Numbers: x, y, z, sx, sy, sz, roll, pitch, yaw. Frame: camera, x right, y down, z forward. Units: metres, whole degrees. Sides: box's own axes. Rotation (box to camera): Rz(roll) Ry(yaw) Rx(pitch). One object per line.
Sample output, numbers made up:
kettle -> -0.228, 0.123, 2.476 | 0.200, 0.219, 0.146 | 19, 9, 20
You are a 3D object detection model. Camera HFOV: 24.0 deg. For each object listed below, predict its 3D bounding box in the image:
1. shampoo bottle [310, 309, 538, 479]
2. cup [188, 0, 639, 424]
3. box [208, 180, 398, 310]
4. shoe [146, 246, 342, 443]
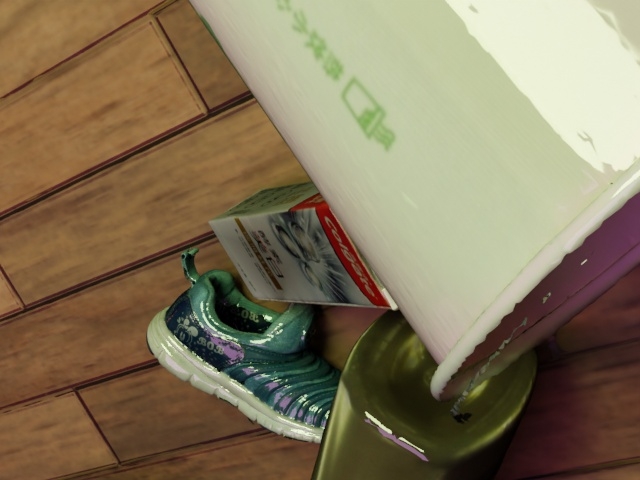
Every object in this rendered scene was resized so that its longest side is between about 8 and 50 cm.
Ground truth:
shampoo bottle -> 0.025, 0.178, 0.816 | 0.084, 0.125, 0.350 | 32, 136, 17
cup -> 0.057, -0.119, 0.528 | 0.274, 0.253, 0.253 | 50, 137, 11
box -> 0.000, 0.000, 0.713 | 0.055, 0.039, 0.218 | 59, 164, -7
shoe -> -0.026, 0.062, 0.836 | 0.143, 0.064, 0.071 | 30, 114, 14
